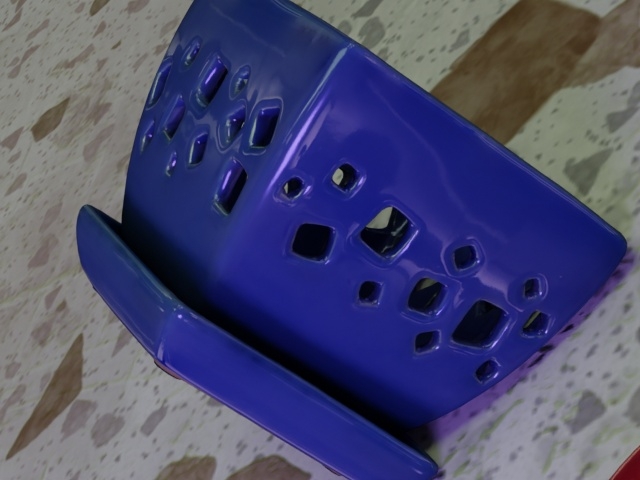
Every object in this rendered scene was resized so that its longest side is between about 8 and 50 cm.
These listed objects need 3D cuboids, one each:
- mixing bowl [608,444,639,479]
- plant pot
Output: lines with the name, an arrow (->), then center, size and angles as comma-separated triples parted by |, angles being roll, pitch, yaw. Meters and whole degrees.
mixing bowl -> 0.198, 0.156, 0.807 | 0.181, 0.098, 0.181 | -35, 30, 24
plant pot -> 0.000, 0.000, 1.151 | 0.212, 0.236, 0.236 | -55, 29, 1
